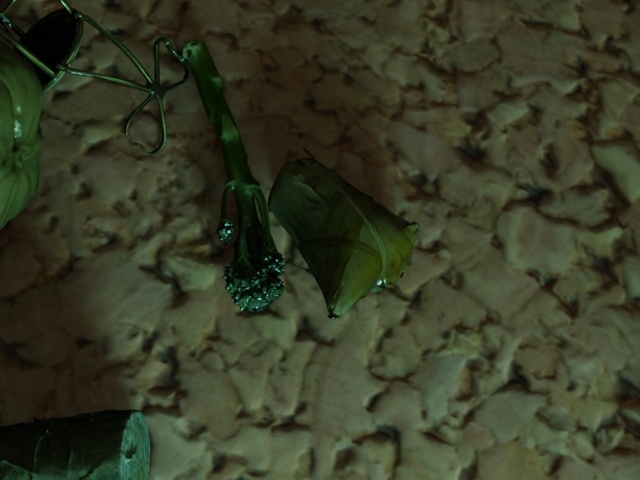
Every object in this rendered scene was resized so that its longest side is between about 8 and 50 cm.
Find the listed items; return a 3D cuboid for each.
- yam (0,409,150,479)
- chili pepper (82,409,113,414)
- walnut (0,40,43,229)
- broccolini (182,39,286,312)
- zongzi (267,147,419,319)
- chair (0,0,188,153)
[{"bbox_3d":[-0.320,0.275,1.413,0.271,0.201,0.202,-5,64,-2],"label":"yam"},{"bbox_3d":[-0.273,0.211,1.536,0.083,0.022,0.027,-22,67,-21],"label":"chili pepper"},{"bbox_3d":[-0.457,-0.124,1.533,0.277,0.282,0.253,16,56,0],"label":"walnut"},{"bbox_3d":[-0.127,-0.088,1.674,0.079,0.074,0.392,-35,60,25],"label":"broccolini"},{"bbox_3d":[0.000,0.000,1.603,0.194,0.099,0.197,36,39,12],"label":"zongzi"},{"bbox_3d":[-0.341,-0.234,1.686,0.326,0.170,0.159,39,50,-37],"label":"chair"}]
